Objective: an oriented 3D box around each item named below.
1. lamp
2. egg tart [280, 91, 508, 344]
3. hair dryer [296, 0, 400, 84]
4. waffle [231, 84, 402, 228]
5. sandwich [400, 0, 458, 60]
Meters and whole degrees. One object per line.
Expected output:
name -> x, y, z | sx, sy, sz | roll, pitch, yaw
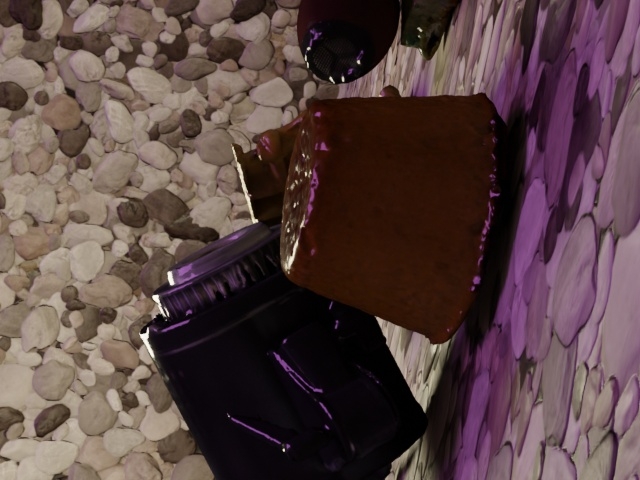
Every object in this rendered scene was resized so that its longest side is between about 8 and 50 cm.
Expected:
lamp -> -0.040, 0.121, 1.511 | 0.272, 0.205, 0.374 | 58, 163, 13
egg tart -> 0.061, -0.025, 1.325 | 0.215, 0.171, 0.215 | -172, 90, -80
hair dryer -> 0.082, -0.378, 1.927 | 0.340, 0.123, 0.312 | 119, 171, -47
waffle -> 0.034, -0.064, 1.569 | 0.229, 0.219, 0.057 | 79, 171, -57
sandwich -> 0.148, -0.361, 1.919 | 0.245, 0.063, 0.212 | 103, 172, -49
